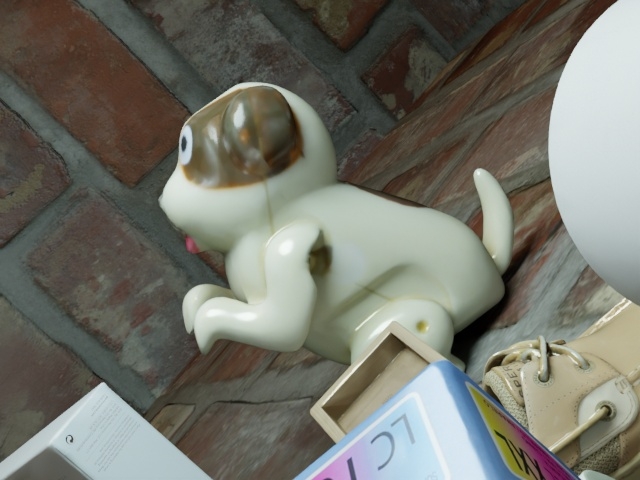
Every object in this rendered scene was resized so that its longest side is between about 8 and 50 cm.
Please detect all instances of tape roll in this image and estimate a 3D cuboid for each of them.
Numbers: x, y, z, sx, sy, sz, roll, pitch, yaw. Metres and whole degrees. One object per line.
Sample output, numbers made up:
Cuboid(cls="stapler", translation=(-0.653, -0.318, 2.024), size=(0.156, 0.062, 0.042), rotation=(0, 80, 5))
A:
Cuboid(cls="tape roll", translation=(0.284, -0.061, 0.539), size=(0.246, 0.246, 0.169), rotation=(-47, 9, -6))

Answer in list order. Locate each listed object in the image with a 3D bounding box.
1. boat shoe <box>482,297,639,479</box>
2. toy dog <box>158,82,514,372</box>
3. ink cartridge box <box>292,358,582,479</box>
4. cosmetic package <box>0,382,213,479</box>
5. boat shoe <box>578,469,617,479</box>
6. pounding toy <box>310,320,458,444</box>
Cuboid(cls="boat shoe", translation=(0.171, 0.127, 0.652), size=(0.341, 0.110, 0.121), rotation=(-47, 9, -8))
Cuboid(cls="toy dog", translation=(0.000, 0.000, 1.048), size=(0.395, 0.408, 0.284), rotation=(-45, 9, 6))
Cuboid(cls="ink cartridge box", translation=(0.038, 0.268, 0.283), size=(0.270, 0.151, 0.395), rotation=(-43, 30, 14))
Cuboid(cls="cosmetic package", translation=(-0.243, 0.341, 1.037), size=(0.377, 0.284, 0.097), rotation=(-36, 11, 45))
Cuboid(cls="boat shoe", translation=(0.165, 0.210, 0.469), size=(0.227, 0.079, 0.081), rotation=(-84, 19, -74))
Cuboid(cls="pounding toy", translation=(0.067, 0.206, 0.847), size=(0.206, 0.094, 0.181), rotation=(-47, 28, -5))
